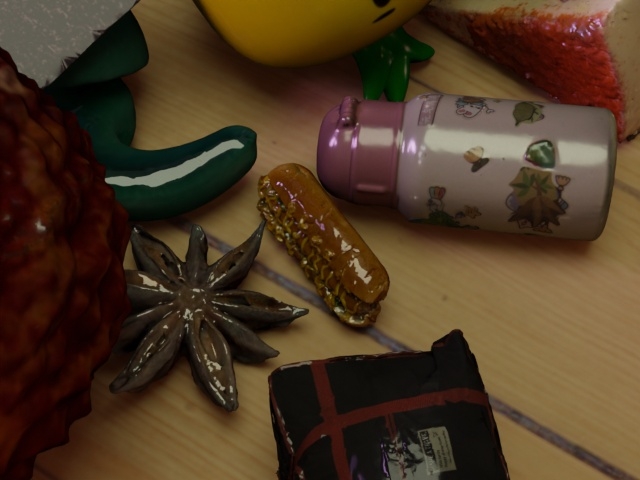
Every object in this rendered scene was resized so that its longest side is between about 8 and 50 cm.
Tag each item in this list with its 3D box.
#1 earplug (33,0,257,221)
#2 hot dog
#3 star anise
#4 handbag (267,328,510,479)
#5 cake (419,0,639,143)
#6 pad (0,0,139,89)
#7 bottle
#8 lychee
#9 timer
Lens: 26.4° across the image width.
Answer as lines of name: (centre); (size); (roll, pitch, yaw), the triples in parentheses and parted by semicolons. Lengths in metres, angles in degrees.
earplug: (-0.206, -0.158, 1.211); (0.257, 0.280, 0.164); (6, 21, 44)
hot dog: (0.000, 0.000, 1.171); (0.045, 0.071, 0.165); (-24, 61, -28)
star anise: (-0.103, 0.063, 1.138); (0.182, 0.065, 0.195); (-13, 56, -14)
handbag: (0.057, 0.184, 1.010); (0.169, 0.155, 0.215); (-15, 62, -1)
cake: (0.222, -0.236, 1.265); (0.262, 0.159, 0.158); (34, 67, 20)
pad: (-0.311, -0.277, 1.150); (0.330, 0.004, 0.220); (44, 76, 1)
bottle: (0.123, -0.068, 1.188); (0.253, 0.120, 0.120); (6, 59, 5)
lychee: (-0.342, 0.006, 0.974); (0.425, 0.424, 0.500); (20, 87, 11)
timer: (0.019, -0.243, 1.247); (0.285, 0.285, 0.285); (0, 59, 0)
